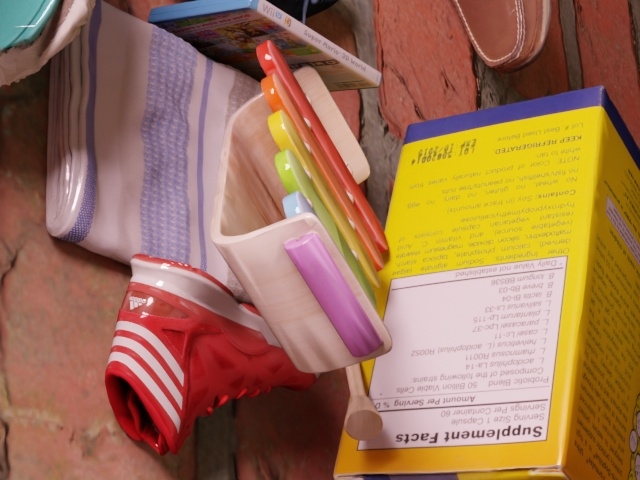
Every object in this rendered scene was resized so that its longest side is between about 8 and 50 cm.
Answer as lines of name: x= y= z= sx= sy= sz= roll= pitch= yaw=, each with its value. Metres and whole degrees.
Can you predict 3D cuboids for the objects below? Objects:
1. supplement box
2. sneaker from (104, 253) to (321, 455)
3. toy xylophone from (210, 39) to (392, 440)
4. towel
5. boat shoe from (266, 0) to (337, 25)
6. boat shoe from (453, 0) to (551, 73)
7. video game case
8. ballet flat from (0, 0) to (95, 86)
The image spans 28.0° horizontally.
supplement box: x=0.169 y=0.078 z=1.088 sx=0.195 sy=0.194 sz=0.356 roll=48 pitch=45 yaw=-42
sneaker: x=-0.087 y=0.104 z=0.954 sx=0.221 sy=0.087 sz=0.128 roll=36 pitch=71 yaw=-47
toy xylophone: x=0.000 y=0.000 z=0.971 sx=0.236 sy=0.081 sz=0.322 roll=57 pitch=13 yaw=-31
towel: x=-0.101 y=-0.064 z=1.023 sx=0.285 sy=0.034 sz=0.209 roll=23 pitch=58 yaw=-47
boat shoe: x=-0.046 y=-0.242 z=1.126 sx=0.258 sy=0.089 sz=0.109 roll=-13 pitch=86 yaw=-54
boat shoe: x=0.161 y=-0.338 z=1.434 sx=0.116 sy=0.123 sz=0.324 roll=1 pitch=68 yaw=-46
video game case: x=-0.044 y=-0.160 z=1.067 sx=0.166 sy=0.119 sz=0.015 roll=24 pitch=73 yaw=-46
ballet flat: x=-0.198 y=-0.278 z=0.914 sx=0.147 sy=0.147 sz=0.408 roll=20 pitch=59 yaw=-48
